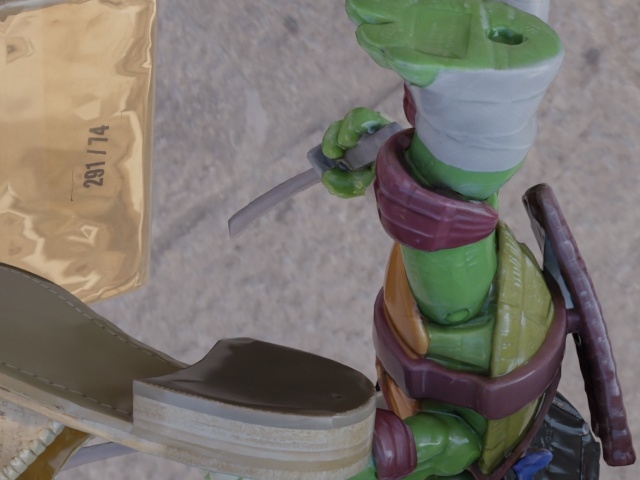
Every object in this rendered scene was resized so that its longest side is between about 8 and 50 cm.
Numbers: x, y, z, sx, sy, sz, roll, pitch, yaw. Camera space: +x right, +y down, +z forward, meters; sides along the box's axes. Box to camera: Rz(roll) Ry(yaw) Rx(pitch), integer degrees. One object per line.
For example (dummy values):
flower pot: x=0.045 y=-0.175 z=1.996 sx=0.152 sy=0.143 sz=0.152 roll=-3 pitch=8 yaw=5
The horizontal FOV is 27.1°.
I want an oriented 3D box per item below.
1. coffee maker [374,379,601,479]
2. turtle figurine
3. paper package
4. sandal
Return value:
coffee maker: x=0.061 y=0.146 z=0.775 sx=0.171 sy=0.178 sz=0.120 roll=50 pitch=51 yaw=-20
turtle figurine: x=0.000 y=0.000 z=0.546 sx=0.198 sy=0.275 sz=0.266 roll=-28 pitch=140 yaw=-39
paper package: x=-0.296 y=-0.085 z=1.084 sx=0.309 sy=0.168 sz=0.325 roll=-17 pitch=133 yaw=-26
sandal: x=-0.096 y=0.063 z=0.457 sx=0.240 sy=0.088 sz=0.079 roll=13 pitch=105 yaw=26
